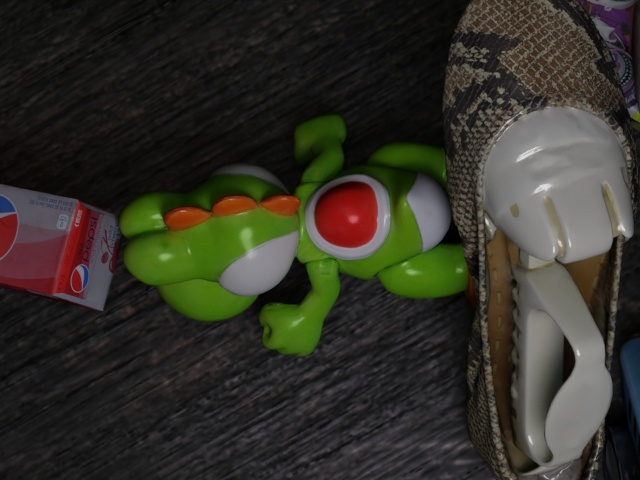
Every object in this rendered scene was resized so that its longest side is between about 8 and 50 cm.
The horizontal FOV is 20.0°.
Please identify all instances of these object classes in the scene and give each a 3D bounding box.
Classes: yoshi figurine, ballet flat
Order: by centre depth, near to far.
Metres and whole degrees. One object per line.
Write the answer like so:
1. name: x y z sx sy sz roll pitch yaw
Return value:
1. ballet flat: 0.195 0.029 1.504 0.164 0.182 0.483 -8 120 -7
2. yoshi figurine: -0.006 -0.003 1.662 0.362 0.203 0.203 -3 124 -11

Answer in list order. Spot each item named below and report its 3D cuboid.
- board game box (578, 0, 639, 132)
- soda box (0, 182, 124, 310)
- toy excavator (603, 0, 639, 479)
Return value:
1. board game box: 0.319 -0.294 1.717 0.208 0.056 0.347 31 86 10
2. soda box: -0.310 -0.009 1.645 0.263 0.083 0.092 11 84 29
3. toy excavator: 0.351 0.056 1.545 0.222 0.433 0.445 -5 119 3
